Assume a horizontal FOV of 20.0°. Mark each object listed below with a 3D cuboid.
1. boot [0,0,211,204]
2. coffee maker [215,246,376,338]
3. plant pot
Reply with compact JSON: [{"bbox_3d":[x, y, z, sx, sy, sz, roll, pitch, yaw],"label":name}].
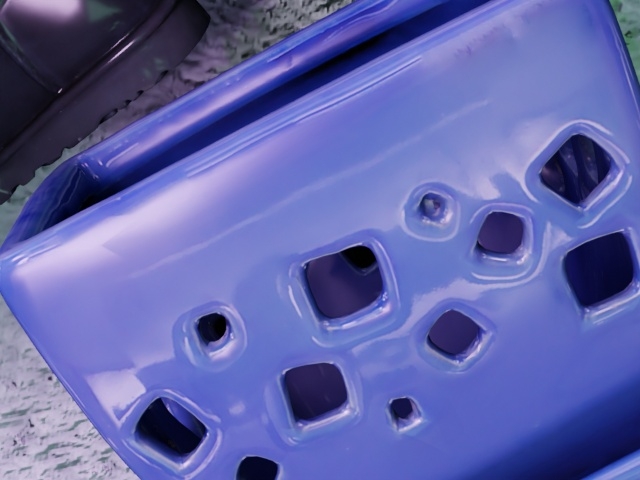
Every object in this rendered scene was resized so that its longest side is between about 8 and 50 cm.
[{"bbox_3d":[-0.200,-0.107,0.815,0.246,0.094,0.207,-35,108,22],"label":"boot"},{"bbox_3d":[0.000,0.000,0.901,0.178,0.171,0.120,-21,89,-14],"label":"coffee maker"},{"bbox_3d":[0.030,0.024,0.731,0.236,0.236,0.212,-29,101,3],"label":"plant pot"}]
